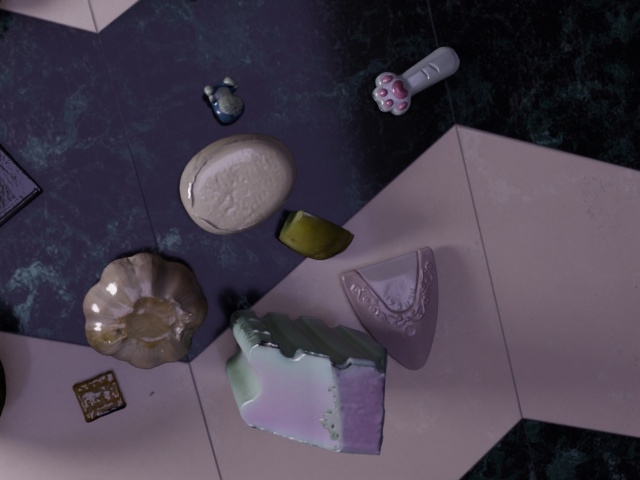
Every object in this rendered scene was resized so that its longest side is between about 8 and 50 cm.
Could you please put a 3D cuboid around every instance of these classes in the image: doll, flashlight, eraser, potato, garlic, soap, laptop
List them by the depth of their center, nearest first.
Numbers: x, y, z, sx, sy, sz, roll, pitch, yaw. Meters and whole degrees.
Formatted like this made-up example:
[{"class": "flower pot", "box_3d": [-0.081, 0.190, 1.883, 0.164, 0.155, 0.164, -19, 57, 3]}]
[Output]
[{"class": "soap", "box_3d": [-0.021, 0.236, 1.328, 0.261, 0.446, 0.156, 9, 90, -13]}, {"class": "laptop", "box_3d": [-0.641, -0.080, 1.399, 0.197, 0.016, 0.135, -42, 99, -7]}, {"class": "garlic", "box_3d": [-0.330, 0.128, 1.407, 0.228, 0.152, 0.227, -1, 92, -20]}, {"class": "doll", "box_3d": [-0.183, -0.273, 1.468, 0.076, 0.050, 0.083, -35, 98, -26]}, {"class": "potato", "box_3d": [0.000, 0.000, 1.485, 0.149, 0.120, 0.081, 21, 88, -11]}, {"class": "flashlight", "box_3d": [0.202, -0.334, 1.547, 0.200, 0.047, 0.093, -32, 99, -8]}, {"class": "eraser", "box_3d": [0.173, 0.154, 1.560, 0.204, 0.059, 0.243, -18, 92, -10]}]

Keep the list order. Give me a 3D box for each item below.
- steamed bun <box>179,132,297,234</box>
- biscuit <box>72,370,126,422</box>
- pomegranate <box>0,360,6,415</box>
[{"class": "steamed bun", "box_3d": [-0.159, -0.115, 1.440, 0.228, 0.131, 0.177, -32, 109, -10]}, {"class": "biscuit", "box_3d": [-0.431, 0.305, 1.463, 0.083, 0.018, 0.081, -22, 97, -11]}, {"class": "pomegranate", "box_3d": [-0.723, 0.269, 1.269, 0.341, 0.285, 0.285, -12, 95, -11]}]
